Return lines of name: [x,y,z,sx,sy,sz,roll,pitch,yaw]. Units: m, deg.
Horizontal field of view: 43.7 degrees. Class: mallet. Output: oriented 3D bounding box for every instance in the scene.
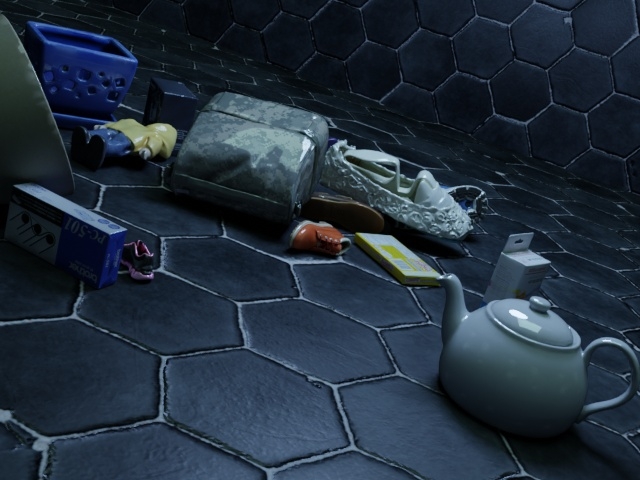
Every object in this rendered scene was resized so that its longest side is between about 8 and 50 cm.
mallet: [0.086,-0.054,1.926,0.189,0.039,0.062,14,16,3]

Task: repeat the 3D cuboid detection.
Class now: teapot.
teapot: [0.324,0.178,1.265,0.255,0.187,0.252,8,22,-26]

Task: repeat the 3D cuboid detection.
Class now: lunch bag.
lunch bag: [-0.159,-0.166,1.756,0.305,0.213,0.256,17,38,6]

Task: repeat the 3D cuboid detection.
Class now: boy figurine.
boy figurine: [-0.449,-0.231,1.861,0.177,0.092,0.285,25,20,22]

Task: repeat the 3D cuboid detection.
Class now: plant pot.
plant pot: [-0.617,-0.403,2.000,0.235,0.212,0.236,4,23,-32]

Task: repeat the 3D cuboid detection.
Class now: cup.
cup: [-0.600,-0.192,1.371,0.236,0.331,0.331,-25,38,-22]

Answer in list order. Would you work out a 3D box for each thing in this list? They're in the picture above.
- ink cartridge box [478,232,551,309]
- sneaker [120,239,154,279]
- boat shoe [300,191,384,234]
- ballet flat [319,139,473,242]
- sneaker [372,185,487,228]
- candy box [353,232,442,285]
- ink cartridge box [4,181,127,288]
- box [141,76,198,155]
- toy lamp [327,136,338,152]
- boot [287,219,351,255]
ink cartridge box: [0.393,0.080,1.594,0.104,0.181,0.061,-5,29,-47]
sneaker: [-0.313,0.020,1.346,0.047,0.057,0.119,-4,27,-42]
boat shoe: [0.052,-0.072,1.881,0.206,0.073,0.073,18,22,1]
ballet flat: [0.185,-0.123,1.897,0.408,0.147,0.147,22,20,4]
sneaker: [0.257,-0.089,2.069,0.329,0.130,0.147,5,-1,-16]
candy box: [0.166,0.039,1.746,0.105,0.027,0.206,7,22,-34]
ink cartridge box: [-0.413,-0.011,1.283,0.207,0.097,0.046,25,21,19]
box: [-0.390,-0.317,2.041,0.093,0.158,0.156,7,22,-28]
toy lamp: [0.046,-0.238,2.327,0.080,0.080,0.275,11,22,-17]
boot: [0.000,0.000,1.671,0.084,0.059,0.158,35,24,29]
